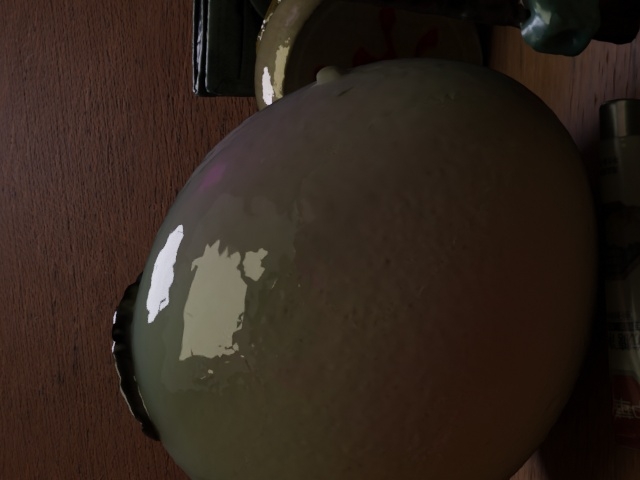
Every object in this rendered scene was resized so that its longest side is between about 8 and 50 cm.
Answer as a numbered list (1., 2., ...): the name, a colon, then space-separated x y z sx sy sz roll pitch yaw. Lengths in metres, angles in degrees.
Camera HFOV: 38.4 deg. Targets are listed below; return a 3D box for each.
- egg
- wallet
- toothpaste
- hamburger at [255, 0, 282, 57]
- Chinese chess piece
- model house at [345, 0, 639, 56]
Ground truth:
1. egg: 0.062 0.018 0.716 0.340 0.354 0.355 -53 30 33
2. wallet: -0.016 -0.312 1.263 0.075 0.342 0.237 16 107 48
3. toothpaste: 0.215 0.023 0.628 0.062 0.039 0.239 164 105 -73
4. hamburger: 0.033 -0.278 1.105 0.309 0.132 0.211 -48 -16 -30
5. Chinese chess piece: 0.052 -0.172 0.976 0.103 0.249 0.250 -141 51 -61
6. model house: 0.094 -0.262 0.644 0.230 0.280 0.249 106 168 -61
